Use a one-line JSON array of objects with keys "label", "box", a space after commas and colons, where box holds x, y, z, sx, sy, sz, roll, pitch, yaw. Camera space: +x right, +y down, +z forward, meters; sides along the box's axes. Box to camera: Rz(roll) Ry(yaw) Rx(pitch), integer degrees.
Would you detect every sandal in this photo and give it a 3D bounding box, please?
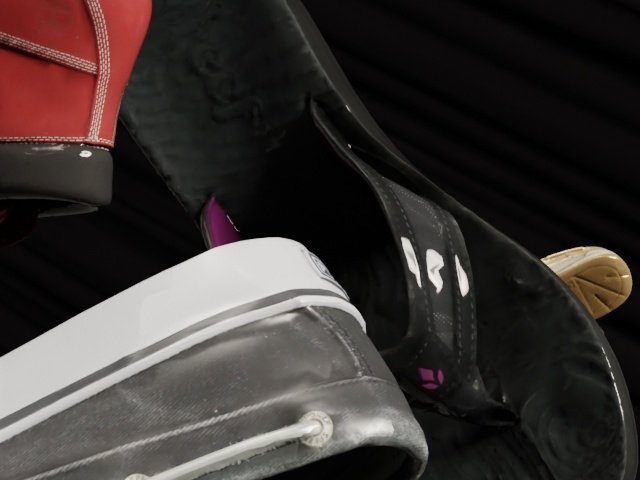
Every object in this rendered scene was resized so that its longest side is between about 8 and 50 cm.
[{"label": "sandal", "box": [-0.002, 0.001, 1.133, 0.167, 0.446, 0.107, -46, 160, 16]}]

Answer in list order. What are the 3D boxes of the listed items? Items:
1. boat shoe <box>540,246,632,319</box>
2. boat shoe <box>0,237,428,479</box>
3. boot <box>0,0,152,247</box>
[{"label": "boat shoe", "box": [0.158, 0.052, 1.547, 0.059, 0.170, 0.063, -90, 159, -74]}, {"label": "boat shoe", "box": [-0.108, 0.119, 0.634, 0.306, 0.105, 0.113, -28, 144, -8]}, {"label": "boot", "box": [-0.213, -0.091, 1.132, 0.088, 0.244, 0.176, 13, 88, -60]}]
